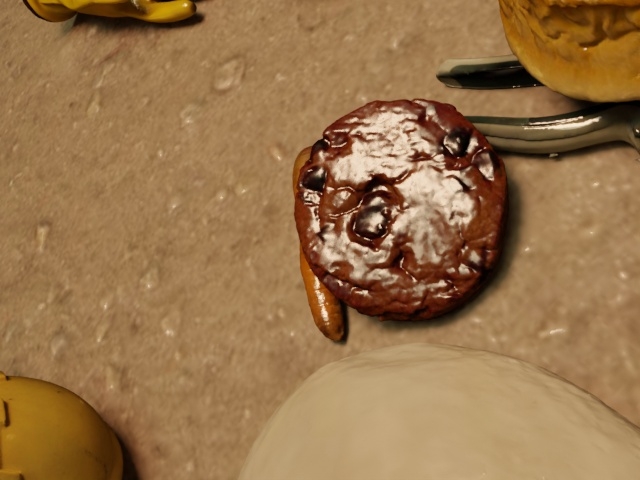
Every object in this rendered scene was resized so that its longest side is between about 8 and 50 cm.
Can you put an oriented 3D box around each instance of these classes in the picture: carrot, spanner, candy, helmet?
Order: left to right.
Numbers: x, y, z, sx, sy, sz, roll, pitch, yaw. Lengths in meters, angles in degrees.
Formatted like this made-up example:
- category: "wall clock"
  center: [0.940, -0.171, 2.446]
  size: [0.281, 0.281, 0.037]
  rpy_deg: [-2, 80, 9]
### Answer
- category: "helmet"
  center: [-0.262, 0.216, 0.734]
  size: [0.257, 0.140, 0.205]
  rpy_deg: [57, 137, 46]
- category: "carrot"
  center: [0.000, 0.000, 0.712]
  size: [0.047, 0.047, 0.191]
  rpy_deg: [-16, 64, 28]
- category: "candy"
  center: [0.075, 0.256, 0.468]
  size: [0.386, 0.186, 0.426]
  rpy_deg: [-42, 48, 16]
- category: "spanner"
  center: [0.227, -0.110, 0.609]
  size: [0.325, 0.040, 0.095]
  rpy_deg: [6, 73, 37]

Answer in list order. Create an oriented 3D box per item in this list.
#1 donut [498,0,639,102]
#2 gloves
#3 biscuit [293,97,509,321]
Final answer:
- category: "donut"
  center: [0.267, -0.256, 0.554]
  size: [0.330, 0.160, 0.330]
  rpy_deg: [-18, 44, 19]
- category: "gloves"
  center: [-0.251, -0.348, 1.008]
  size: [0.295, 0.116, 0.133]
  rpy_deg: [8, 82, 30]
- category: "biscuit"
  center: [0.066, -0.027, 0.647]
  size: [0.192, 0.049, 0.192]
  rpy_deg: [-1, 85, 18]
